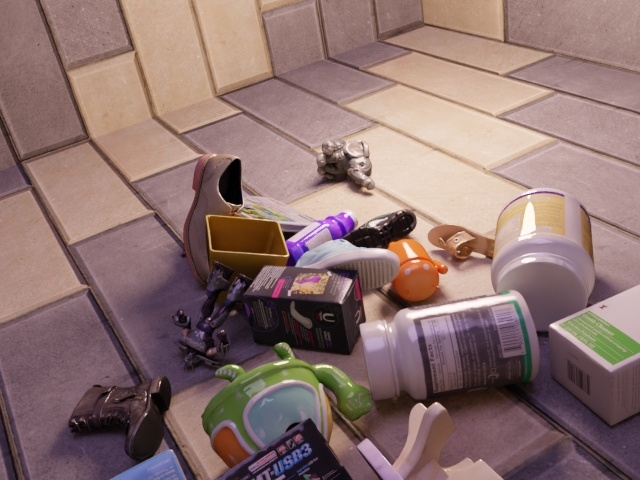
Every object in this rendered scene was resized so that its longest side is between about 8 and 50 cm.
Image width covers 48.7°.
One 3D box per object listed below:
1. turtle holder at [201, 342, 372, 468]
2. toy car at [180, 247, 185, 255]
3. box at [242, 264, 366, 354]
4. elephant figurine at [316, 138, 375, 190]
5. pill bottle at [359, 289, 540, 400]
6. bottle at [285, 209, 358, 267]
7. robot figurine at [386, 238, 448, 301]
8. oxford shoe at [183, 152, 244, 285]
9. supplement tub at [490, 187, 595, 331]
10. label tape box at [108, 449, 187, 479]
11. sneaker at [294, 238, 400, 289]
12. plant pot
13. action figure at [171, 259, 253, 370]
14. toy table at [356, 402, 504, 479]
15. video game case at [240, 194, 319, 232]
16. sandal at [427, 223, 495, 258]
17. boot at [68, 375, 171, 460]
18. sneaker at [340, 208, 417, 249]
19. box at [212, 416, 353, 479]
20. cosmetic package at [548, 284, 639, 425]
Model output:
[{"bbox_3d":[-0.074,0.374,1.459,0.320,0.243,0.227,7,38,-47],"label":"turtle holder"},{"bbox_3d":[-0.370,0.010,2.253,0.155,0.149,0.188,-33,8,-40],"label":"toy car"},{"bbox_3d":[-0.037,0.172,1.801,0.270,0.165,0.143,4,34,22],"label":"box"},{"bbox_3d":[0.120,-0.273,2.530,0.239,0.186,0.169,15,-5,20],"label":"elephant figurine"},{"bbox_3d":[0.276,0.237,1.555,0.361,0.204,0.204,-10,31,2],"label":"pill bottle"},{"bbox_3d":[0.000,0.000,2.118,0.092,0.118,0.283,18,42,40],"label":"bottle"},{"bbox_3d":[0.245,0.079,1.900,0.158,0.128,0.219,27,21,-24],"label":"robot figurine"},{"bbox_3d":[-0.306,-0.063,2.079,0.140,0.397,0.146,2,0,-45],"label":"oxford shoe"},{"bbox_3d":[0.550,0.043,1.752,0.241,0.241,0.331,0,33,19],"label":"supplement tub"},{"bbox_3d":[-0.301,0.584,1.228,0.249,0.115,0.347,-23,67,-19],"label":"label tape box"},{"bbox_3d":[0.062,0.046,1.878,0.366,0.135,0.150,-12,48,40],"label":"sneaker"},{"bbox_3d":[-0.221,0.066,1.982,0.212,0.187,0.212,4,27,-15],"label":"plant pot"},{"bbox_3d":[-0.286,0.203,1.809,0.185,0.099,0.285,24,83,17],"label":"action figure"},{"bbox_3d":[0.201,0.421,1.275,0.161,0.252,0.274,-37,47,-10],"label":"toy table"},{"bbox_3d":[-0.184,-0.089,2.273,0.300,0.036,0.329,3,17,-42],"label":"video game case"},{"bbox_3d":[0.405,0.015,1.994,0.240,0.088,0.079,11,31,25],"label":"sandal"},{"bbox_3d":[-0.477,0.418,1.636,0.229,0.091,0.263,-12,26,10],"label":"boot"},{"bbox_3d":[0.164,-0.014,2.139,0.267,0.101,0.106,-22,11,-17],"label":"sneaker"},{"bbox_3d":[-0.057,0.507,1.211,0.295,0.073,0.293,-28,67,-25],"label":"box"},{"bbox_3d":[0.695,0.216,1.504,0.365,0.155,0.197,-22,30,-16],"label":"cosmetic package"}]
